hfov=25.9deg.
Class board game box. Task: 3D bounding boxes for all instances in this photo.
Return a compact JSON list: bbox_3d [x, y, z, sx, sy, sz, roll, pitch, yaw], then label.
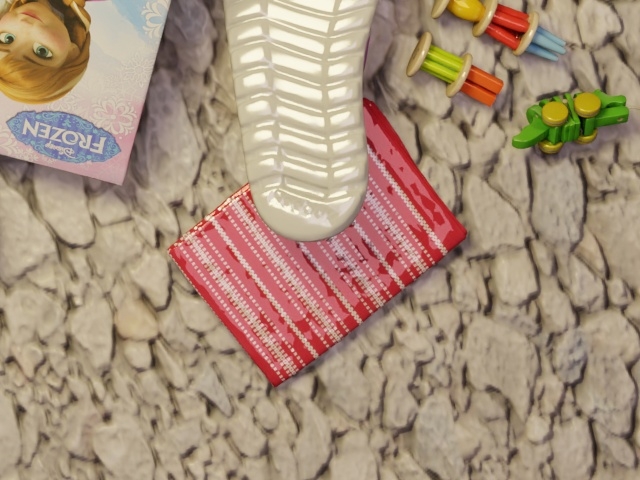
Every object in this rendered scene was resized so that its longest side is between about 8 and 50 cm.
[{"bbox_3d":[-0.307,-0.236,1.347,0.319,0.066,0.318,14,120,-8],"label":"board game box"}]

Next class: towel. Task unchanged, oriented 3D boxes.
[{"bbox_3d":[0.000,0.000,1.494,0.275,0.031,0.199,-38,99,-3],"label":"towel"}]

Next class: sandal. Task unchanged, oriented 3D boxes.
[{"bbox_3d":[-0.018,-0.204,1.449,0.169,0.102,0.416,4,85,7],"label":"sandal"}]

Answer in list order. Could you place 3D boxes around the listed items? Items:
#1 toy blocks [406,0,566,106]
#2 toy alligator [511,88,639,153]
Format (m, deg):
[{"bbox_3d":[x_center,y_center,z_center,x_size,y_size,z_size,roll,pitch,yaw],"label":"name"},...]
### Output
[{"bbox_3d":[0.182,-0.202,1.498,0.148,0.054,0.123,23,88,-9],"label":"toy blocks"},{"bbox_3d":[0.292,-0.143,1.521,0.190,0.056,0.051,-16,54,-7],"label":"toy alligator"}]
